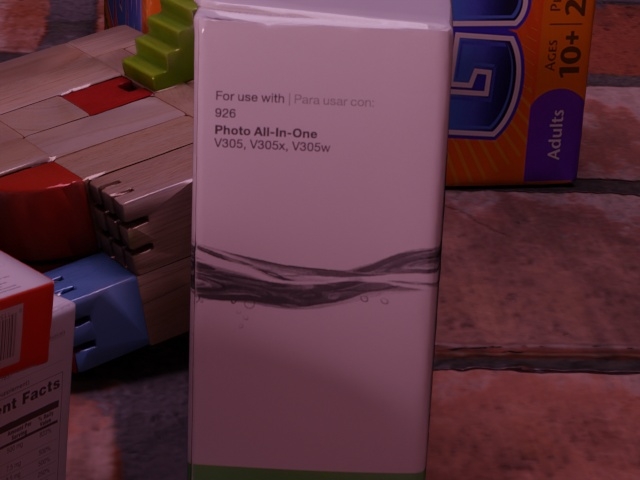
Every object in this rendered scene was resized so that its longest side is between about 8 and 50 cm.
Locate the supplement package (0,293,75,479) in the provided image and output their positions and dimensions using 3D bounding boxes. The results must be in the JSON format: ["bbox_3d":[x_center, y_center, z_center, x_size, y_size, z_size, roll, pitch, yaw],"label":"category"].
[{"bbox_3d":[-0.283,0.076,0.874,0.262,0.145,0.204,22,28,32],"label":"supplement package"}]

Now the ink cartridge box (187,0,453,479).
[{"bbox_3d":[0.000,0.000,0.931,0.122,0.289,0.211,3,21,1],"label":"ink cartridge box"}]

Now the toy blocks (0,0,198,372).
[{"bbox_3d":[-0.171,-0.027,1.189,0.261,0.190,0.381,-22,29,-25],"label":"toy blocks"}]

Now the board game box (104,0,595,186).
[{"bbox_3d":[0.011,-0.268,1.536,0.356,0.356,0.356,-2,21,-12],"label":"board game box"}]

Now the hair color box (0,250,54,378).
[{"bbox_3d":[-0.190,0.018,0.796,0.141,0.043,0.072,27,30,34],"label":"hair color box"}]
